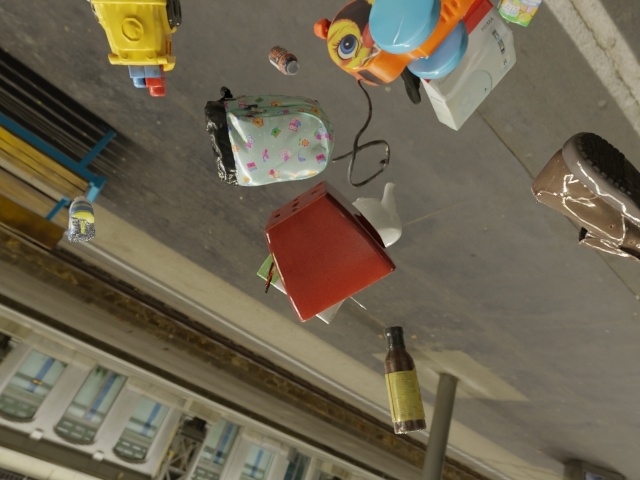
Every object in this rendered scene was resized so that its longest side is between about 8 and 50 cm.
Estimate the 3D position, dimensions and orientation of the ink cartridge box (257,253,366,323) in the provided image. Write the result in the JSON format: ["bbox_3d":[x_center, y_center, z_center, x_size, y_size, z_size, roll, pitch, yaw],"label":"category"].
[{"bbox_3d":[-0.027,0.168,1.380,0.354,0.119,0.207,34,176,4],"label":"ink cartridge box"}]

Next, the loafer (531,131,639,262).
[{"bbox_3d":[0.513,-0.038,0.692,0.366,0.133,0.130,37,146,-9],"label":"loafer"}]

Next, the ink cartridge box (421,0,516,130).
[{"bbox_3d":[0.456,-0.575,1.256,0.091,0.308,0.385,44,-174,34],"label":"ink cartridge box"}]

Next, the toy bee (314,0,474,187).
[{"bbox_3d":[0.066,-0.236,0.432,0.162,0.298,0.195,46,-176,29],"label":"toy bee"}]

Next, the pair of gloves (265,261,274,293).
[{"bbox_3d":[-0.143,0.104,1.131,0.010,0.074,0.083,15,143,0],"label":"pair of gloves"}]

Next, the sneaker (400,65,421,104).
[{"bbox_3d":[0.266,-0.474,1.123,0.089,0.051,0.170,-30,109,3],"label":"sneaker"}]

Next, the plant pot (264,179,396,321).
[{"bbox_3d":[0.000,0.000,1.048,0.267,0.267,0.235,-31,107,9],"label":"plant pot"}]

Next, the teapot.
[{"bbox_3d":[0.166,-0.072,1.504,0.256,0.186,0.252,-15,156,-1],"label":"teapot"}]

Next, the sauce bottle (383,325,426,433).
[{"bbox_3d":[0.278,0.468,1.386,0.112,0.343,0.111,-4,155,-2],"label":"sauce bottle"}]

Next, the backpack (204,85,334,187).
[{"bbox_3d":[-0.072,-0.151,0.619,0.182,0.115,0.151,-8,129,-5],"label":"backpack"}]

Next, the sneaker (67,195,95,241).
[{"bbox_3d":[-0.533,-0.044,0.904,0.053,0.059,0.144,-3,153,-38],"label":"sneaker"}]

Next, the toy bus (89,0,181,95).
[{"bbox_3d":[-0.368,-0.419,0.862,0.150,0.220,0.211,-6,115,-8],"label":"toy bus"}]

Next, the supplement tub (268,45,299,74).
[{"bbox_3d":[-0.183,-0.929,2.099,0.198,0.106,0.106,50,170,38],"label":"supplement tub"}]

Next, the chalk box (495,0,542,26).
[{"bbox_3d":[0.757,-0.906,1.540,0.132,0.132,0.212,24,133,3],"label":"chalk box"}]
